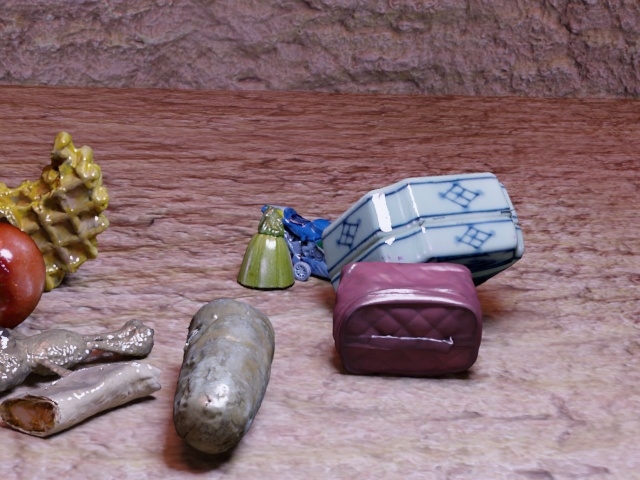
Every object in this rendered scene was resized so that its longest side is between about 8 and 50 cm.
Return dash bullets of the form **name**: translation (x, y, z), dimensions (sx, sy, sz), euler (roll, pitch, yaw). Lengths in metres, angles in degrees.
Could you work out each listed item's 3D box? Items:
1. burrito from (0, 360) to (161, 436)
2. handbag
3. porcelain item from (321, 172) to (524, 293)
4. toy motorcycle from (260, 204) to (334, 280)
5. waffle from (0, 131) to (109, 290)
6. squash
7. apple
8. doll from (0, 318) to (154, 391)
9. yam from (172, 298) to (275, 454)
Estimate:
- **burrito**: translation (-0.310, 0.204, 1.645), dimensions (0.087, 0.060, 0.226), euler (14, 21, 42)
- **handbag**: translation (0.130, 0.118, 1.842), dimensions (0.225, 0.146, 0.135), euler (2, 33, -4)
- **porcelain item**: translation (0.170, 0.010, 2.024), dimensions (0.281, 0.157, 0.286), euler (-4, -20, -30)
- **toy motorcycle**: translation (0.000, 0.000, 2.217), dimensions (0.254, 0.135, 0.092), euler (15, 21, 29)
- **waffle**: translation (-0.518, -0.048, 2.052), dimensions (0.324, 0.261, 0.151), euler (-2, 27, -11)
- **squash**: translation (-0.092, 0.011, 2.170), dimensions (0.105, 0.132, 0.105), euler (4, 16, -1)
- **apple**: translation (-0.506, 0.053, 1.868), dimensions (0.181, 0.181, 0.168), euler (4, 23, -2)
- **doll**: translation (-0.374, 0.159, 1.755), dimensions (0.286, 0.091, 0.202), euler (8, 26, -17)
- **yam**: translation (-0.134, 0.182, 1.654), dimensions (0.133, 0.133, 0.330), euler (5, 20, 2)
